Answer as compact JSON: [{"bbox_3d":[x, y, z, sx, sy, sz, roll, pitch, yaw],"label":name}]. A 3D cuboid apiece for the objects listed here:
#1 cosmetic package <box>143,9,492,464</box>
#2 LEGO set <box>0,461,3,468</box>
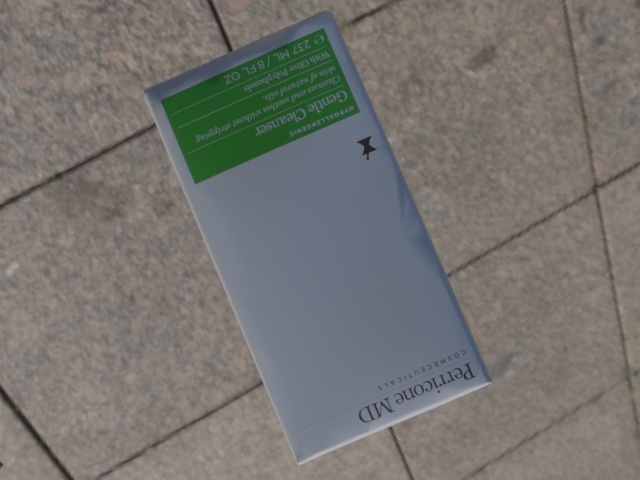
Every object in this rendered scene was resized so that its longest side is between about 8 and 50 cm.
[{"bbox_3d":[0.000,0.000,0.913,0.196,0.366,0.155,-25,173,2],"label":"cosmetic package"},{"bbox_3d":[-0.296,0.046,0.620,0.107,0.287,0.132,-32,174,29],"label":"LEGO set"}]
